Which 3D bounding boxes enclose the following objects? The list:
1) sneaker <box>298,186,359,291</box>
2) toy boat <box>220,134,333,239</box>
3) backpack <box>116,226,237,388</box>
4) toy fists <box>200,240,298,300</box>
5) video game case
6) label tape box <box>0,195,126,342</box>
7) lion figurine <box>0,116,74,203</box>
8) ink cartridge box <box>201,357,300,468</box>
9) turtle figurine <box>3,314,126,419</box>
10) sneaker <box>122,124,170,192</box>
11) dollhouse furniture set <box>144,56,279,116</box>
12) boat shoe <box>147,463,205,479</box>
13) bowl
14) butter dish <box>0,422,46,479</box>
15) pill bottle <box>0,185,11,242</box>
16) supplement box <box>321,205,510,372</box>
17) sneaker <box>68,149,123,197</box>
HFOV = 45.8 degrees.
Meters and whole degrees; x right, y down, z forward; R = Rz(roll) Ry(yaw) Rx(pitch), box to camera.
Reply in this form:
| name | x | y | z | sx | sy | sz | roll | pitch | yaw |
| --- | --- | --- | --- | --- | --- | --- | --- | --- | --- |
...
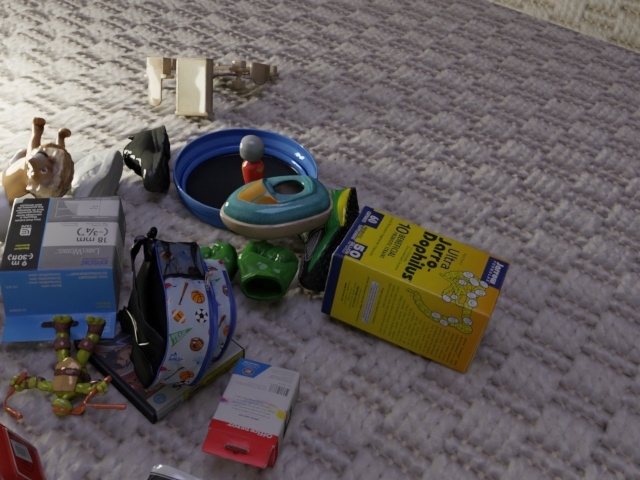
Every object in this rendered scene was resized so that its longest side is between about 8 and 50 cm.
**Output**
| name | x | y | z | sx | sy | sz | roll | pitch | yaw |
| --- | --- | --- | --- | --- | --- | --- | --- | --- | --- |
| sneaker | 0.000 | 0.000 | 1.881 | 0.146 | 0.134 | 0.343 | -2 | 38 | 17 |
| toy boat | -0.129 | -0.130 | 1.831 | 0.267 | 0.148 | 0.318 | -13 | 38 | -17 |
| backpack | -0.289 | 0.160 | 1.517 | 0.213 | 0.276 | 0.263 | 5 | 43 | -20 |
| toy fists | -0.191 | 0.063 | 1.765 | 0.279 | 0.096 | 0.142 | -3 | 32 | 12 |
| video game case | -0.345 | 0.232 | 1.626 | 0.275 | 0.035 | 0.248 | 34 | 49 | 28 |
| label tape box | -0.566 | 0.054 | 1.671 | 0.241 | 0.106 | 0.333 | -2 | 49 | -7 |
| lion figurine | -0.758 | -0.166 | 1.918 | 0.392 | 0.142 | 0.240 | -21 | 58 | 34 |
| ink cartridge box | -0.134 | 0.352 | 1.484 | 0.134 | 0.078 | 0.231 | 13 | 42 | 9 |
| turtle figurine | -0.492 | 0.263 | 1.526 | 0.270 | 0.087 | 0.217 | -3 | 63 | 15 |
| sneaker | -0.480 | -0.215 | 2.078 | 0.130 | 0.109 | 0.286 | -7 | 34 | -5 |
| dollhouse furniture set | -0.341 | -0.488 | 2.436 | 0.303 | 0.173 | 0.355 | 7 | 11 | 19 |
| boat shoe | -0.215 | 0.470 | 1.346 | 0.228 | 0.080 | 0.076 | 17 | 49 | 14 |
| bowl | -0.202 | -0.168 | 2.062 | 0.391 | 0.077 | 0.391 | 3 | 42 | -3 |
| butter dish | -0.566 | 0.418 | 1.331 | 0.118 | 0.160 | 0.160 | -32 | 50 | -5 |
| pill bottle | -0.884 | -0.032 | 1.754 | 0.319 | 0.176 | 0.176 | -14 | 45 | -21 |
| supplement box | 0.209 | 0.105 | 1.697 | 0.357 | 0.195 | 0.194 | 22 | 44 | 11 |
| sneaker | -0.634 | -0.136 | 1.968 | 0.169 | 0.108 | 0.292 | 1 | 37 | 4 |
